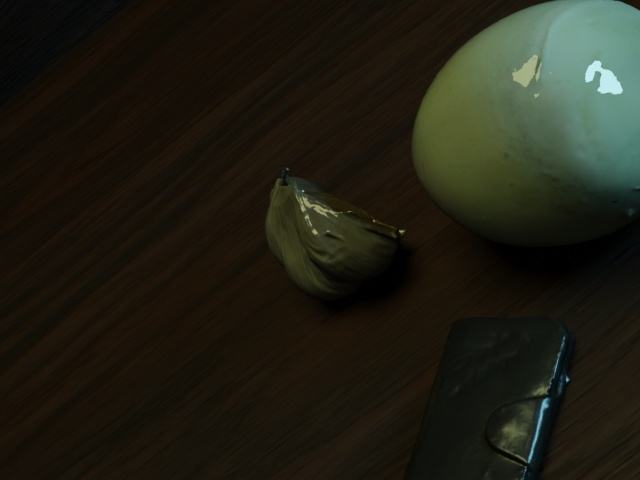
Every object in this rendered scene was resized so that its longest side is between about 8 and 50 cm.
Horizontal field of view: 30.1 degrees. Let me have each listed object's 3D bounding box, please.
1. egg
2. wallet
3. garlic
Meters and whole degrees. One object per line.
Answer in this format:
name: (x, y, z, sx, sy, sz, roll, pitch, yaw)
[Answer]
egg: (0.260, -0.128, 1.395, 0.345, 0.283, 0.283, -22, 37, 45)
wallet: (0.173, 0.213, 1.309, 0.165, 0.042, 0.309, -7, 47, 41)
garlic: (0.000, 0.000, 1.603, 0.143, 0.178, 0.229, -61, 22, 9)
